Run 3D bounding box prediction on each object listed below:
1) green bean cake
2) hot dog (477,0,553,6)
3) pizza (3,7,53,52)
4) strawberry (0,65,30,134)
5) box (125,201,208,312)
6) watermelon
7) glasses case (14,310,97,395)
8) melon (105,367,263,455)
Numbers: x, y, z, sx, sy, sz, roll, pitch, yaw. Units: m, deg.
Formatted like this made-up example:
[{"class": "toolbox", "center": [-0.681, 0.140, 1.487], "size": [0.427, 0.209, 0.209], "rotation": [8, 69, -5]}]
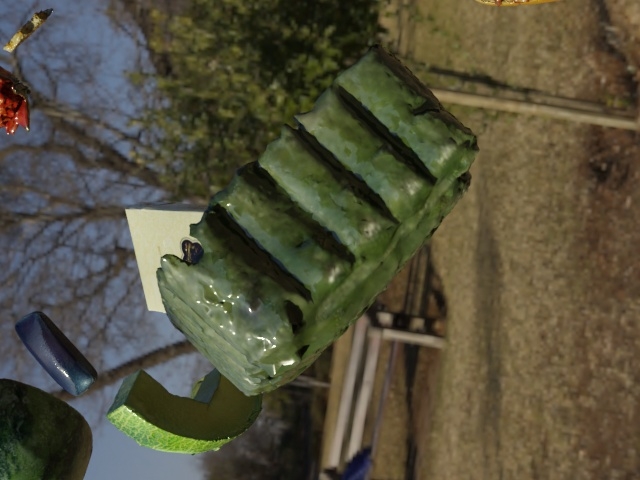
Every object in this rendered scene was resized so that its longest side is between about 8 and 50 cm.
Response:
[{"class": "green bean cake", "center": [0.000, 0.000, 0.580], "size": [0.181, 0.094, 0.173], "rotation": [-46, -6, -17]}, {"class": "hot dog", "center": [0.296, -0.334, 1.210], "size": [0.076, 0.249, 0.102], "rotation": [-96, -6, -49]}, {"class": "pizza", "center": [-0.364, -0.264, 1.259], "size": [0.083, 0.016, 0.037], "rotation": [-51, 19, -22]}, {"class": "strawberry", "center": [-0.538, -0.234, 1.477], "size": [0.174, 0.228, 0.098], "rotation": [32, 94, 53]}, {"class": "box", "center": [-0.078, 0.018, 0.768], "size": [0.024, 0.167, 0.090], "rotation": [-27, -66, -46]}, {"class": "watermelon", "center": [-0.440, 0.311, 1.354], "size": [0.260, 0.176, 0.256], "rotation": [-71, -36, -45]}, {"class": "glasses case", "center": [-0.226, 0.097, 0.859], "size": [0.033, 0.083, 0.023], "rotation": [-35, 9, 34]}, {"class": "melon", "center": [-0.157, 0.198, 1.194], "size": [0.064, 0.210, 0.118], "rotation": [-43, 48, 32]}]
